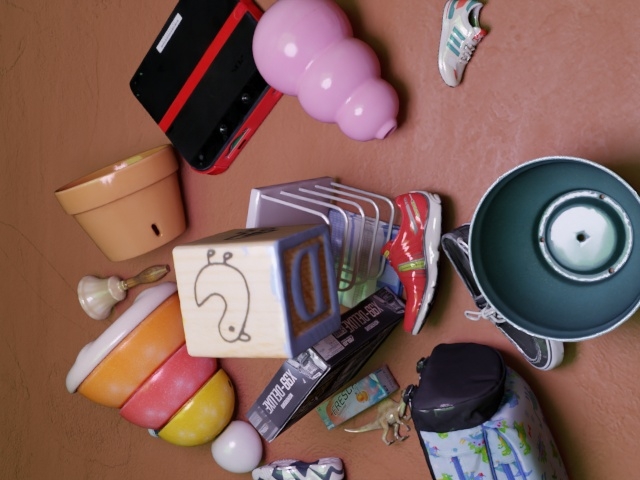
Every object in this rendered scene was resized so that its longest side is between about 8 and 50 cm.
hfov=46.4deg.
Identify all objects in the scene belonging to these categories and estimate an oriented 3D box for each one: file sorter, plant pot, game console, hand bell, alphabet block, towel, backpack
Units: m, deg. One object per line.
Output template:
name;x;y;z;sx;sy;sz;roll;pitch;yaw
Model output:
file sorter;0.000;0.000;1.431;0.173;0.277;0.193;18;107;27
plant pot;0.419;0.002;1.248;0.292;0.196;0.293;5;100;31
game console;-0.253;-0.379;1.710;0.342;0.060;0.386;51;119;17
plant pot;-0.449;-0.080;1.765;0.290;0.291;0.204;-12;107;34
hand bell;-0.491;0.110;1.924;0.241;0.126;0.126;-21;85;22
alphabet block;-0.100;0.080;1.237;0.197;0.193;0.193;-4;96;27
towel;0.052;0.040;1.590;0.284;0.034;0.209;17;107;30
backpack;0.308;0.392;1.342;0.273;0.290;0.356;-3;103;19

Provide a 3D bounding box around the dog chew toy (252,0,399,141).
dog chew toy;0.022;-0.327;1.461;0.332;0.206;0.207;46;119;10

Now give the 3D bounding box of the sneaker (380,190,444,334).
sneaker;0.175;0.042;1.458;0.118;0.107;0.279;5;90;13

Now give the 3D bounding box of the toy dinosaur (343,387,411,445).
toy dinosaur;0.143;0.384;1.583;0.183;0.053;0.093;-42;59;23

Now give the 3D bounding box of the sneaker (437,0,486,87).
sneaker;0.264;-0.364;1.375;0.075;0.057;0.162;9;99;37

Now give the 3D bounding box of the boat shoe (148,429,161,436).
boat shoe;-0.419;0.419;1.937;0.083;0.065;0.184;-14;96;32

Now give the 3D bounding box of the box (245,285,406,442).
box;0.018;0.236;1.461;0.076;0.307;0.242;44;124;15

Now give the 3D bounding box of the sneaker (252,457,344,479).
sneaker;-0.047;0.580;1.696;0.234;0.094;0.153;-11;84;22

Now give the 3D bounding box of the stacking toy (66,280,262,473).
stacking toy;-0.323;0.366;1.775;0.480;0.350;0.350;45;120;-2

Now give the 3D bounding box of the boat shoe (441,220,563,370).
boat shoe;0.324;0.107;1.360;0.306;0.104;0.113;64;149;9

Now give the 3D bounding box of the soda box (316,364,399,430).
soda box;0.078;0.338;1.599;0.183;0.063;0.058;-39;77;31
